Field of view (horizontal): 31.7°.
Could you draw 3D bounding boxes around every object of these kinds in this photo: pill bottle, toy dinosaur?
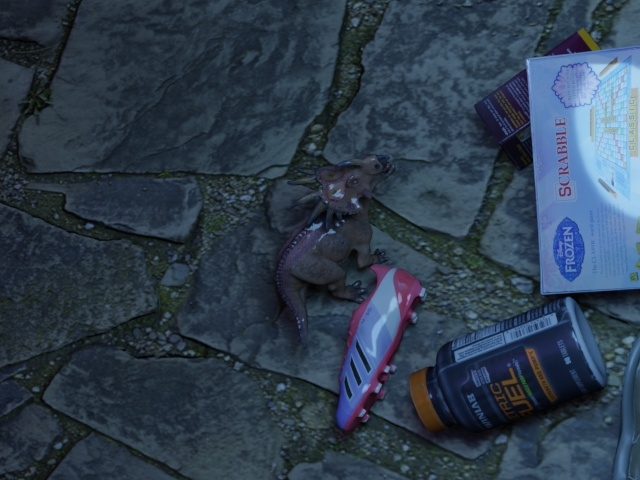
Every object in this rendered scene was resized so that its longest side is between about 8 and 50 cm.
[{"bbox_3d":[0.243,0.176,1.498,0.245,0.130,0.131,-24,63,18],"label":"pill bottle"},{"bbox_3d":[0.000,0.000,1.642,0.127,0.200,0.296,31,88,32],"label":"toy dinosaur"}]

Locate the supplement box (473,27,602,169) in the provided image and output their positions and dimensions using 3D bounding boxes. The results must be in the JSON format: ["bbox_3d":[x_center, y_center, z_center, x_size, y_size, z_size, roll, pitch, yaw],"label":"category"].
[{"bbox_3d":[0.327,-0.199,1.603,0.188,0.104,0.081,-35,60,12],"label":"supplement box"}]

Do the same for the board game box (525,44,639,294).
[{"bbox_3d":[0.438,-0.096,1.464,0.317,0.066,0.319,-3,88,19],"label":"board game box"}]

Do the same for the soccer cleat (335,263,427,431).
[{"bbox_3d":[0.069,0.152,1.617,0.095,0.083,0.248,23,78,15],"label":"soccer cleat"}]

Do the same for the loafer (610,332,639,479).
[{"bbox_3d":[0.424,0.228,1.418,0.087,0.094,0.251,6,85,23],"label":"loafer"}]
